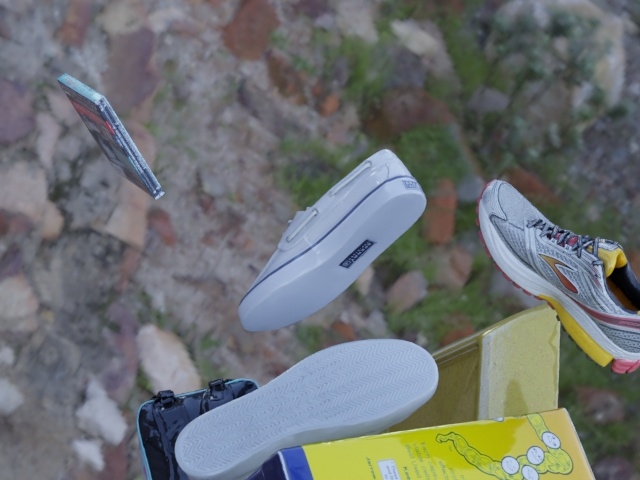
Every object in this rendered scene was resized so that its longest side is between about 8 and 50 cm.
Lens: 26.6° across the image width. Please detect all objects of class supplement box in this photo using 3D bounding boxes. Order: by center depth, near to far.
[{"bbox_3d":[0.090,0.302,1.313,0.356,0.194,0.195,-2,62,-35],"label":"supplement box"}]

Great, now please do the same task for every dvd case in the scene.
[{"bbox_3d":[-0.196,-0.097,1.264,0.013,0.119,0.087,-39,37,-16],"label":"dvd case"}]

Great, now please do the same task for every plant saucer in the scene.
[{"bbox_3d":[0.160,0.260,1.663,0.081,0.333,0.333,17,64,-24],"label":"plant saucer"}]

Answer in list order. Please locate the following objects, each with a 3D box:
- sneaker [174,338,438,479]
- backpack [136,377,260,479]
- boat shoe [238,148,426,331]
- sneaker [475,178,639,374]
[{"bbox_3d":[-0.002,0.218,1.497,0.292,0.169,0.108,-21,51,-2],"label":"sneaker"},{"bbox_3d":[-0.131,0.281,1.634,0.166,0.144,0.188,-11,59,-10],"label":"backpack"},{"bbox_3d":[0.000,0.000,1.558,0.096,0.267,0.088,19,35,-48],"label":"boat shoe"},{"bbox_3d":[0.245,0.019,1.302,0.225,0.093,0.088,43,40,10],"label":"sneaker"}]
